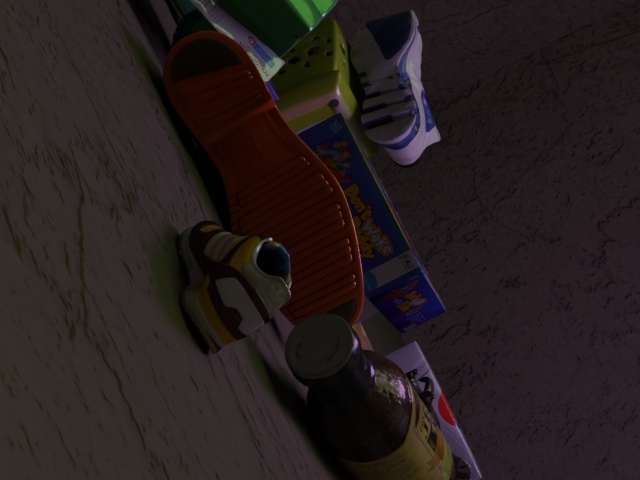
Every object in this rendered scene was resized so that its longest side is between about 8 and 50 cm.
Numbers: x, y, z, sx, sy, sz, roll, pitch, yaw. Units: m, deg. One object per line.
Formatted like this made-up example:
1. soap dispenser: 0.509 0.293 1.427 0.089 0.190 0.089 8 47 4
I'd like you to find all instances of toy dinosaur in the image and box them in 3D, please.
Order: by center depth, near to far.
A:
1. toy dinosaur: 0.154 0.308 2.046 0.313 0.121 0.160 -120 -165 -77

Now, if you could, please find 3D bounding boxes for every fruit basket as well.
1. fruit basket: -0.127 -0.398 1.611 0.353 0.165 0.327 41 44 -7

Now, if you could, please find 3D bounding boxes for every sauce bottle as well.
1. sauce bottle: 0.053 0.184 1.300 0.111 0.111 0.344 66 4 35

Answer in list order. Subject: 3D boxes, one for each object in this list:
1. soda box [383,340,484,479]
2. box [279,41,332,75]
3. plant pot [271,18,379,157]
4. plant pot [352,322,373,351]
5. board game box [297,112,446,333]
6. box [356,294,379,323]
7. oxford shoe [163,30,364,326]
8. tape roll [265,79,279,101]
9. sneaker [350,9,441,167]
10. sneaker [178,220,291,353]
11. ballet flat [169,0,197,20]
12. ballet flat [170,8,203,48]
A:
1. soda box: 0.202 0.338 2.376 0.286 0.098 0.091 65 4 14
2. box: -0.040 -0.309 2.527 0.175 0.220 0.051 56 18 -61
3. plant pot: -0.023 -0.240 2.356 0.207 0.228 0.227 -99 164 -53
4. plant pot: 0.039 0.130 2.059 0.236 0.032 0.236 64 4 -8
5. board game box: 0.073 -0.012 1.732 0.233 0.078 0.347 64 5 14
6. box: -0.002 0.026 1.751 0.170 0.091 0.130 60 5 -36
7. oxford shoe: -0.054 -0.059 1.413 0.133 0.130 0.363 100 -35 -83
8. tape roll: -0.146 -0.306 2.149 0.189 0.080 0.189 62 4 -7
9. sneaker: 0.143 -0.257 2.352 0.182 0.127 0.315 59 26 -52
10. sneaker: -0.062 0.025 1.006 0.069 0.084 0.185 62 5 -25
11. ballet flat: -0.213 -0.405 1.977 0.248 0.086 0.086 64 4 18
12. ballet flat: -0.148 -0.213 1.644 0.241 0.091 0.077 -106 -160 -49
